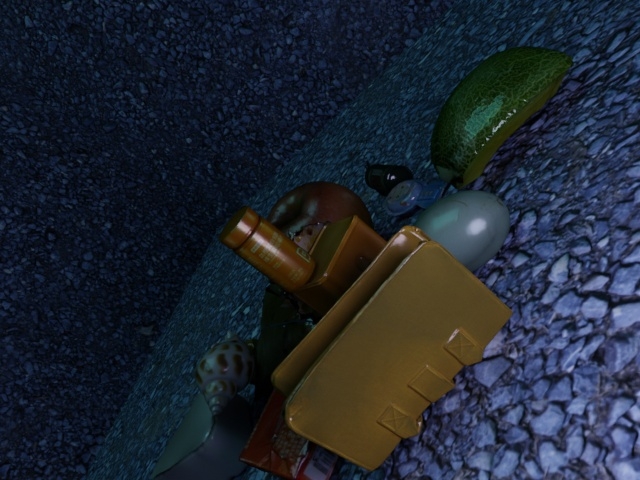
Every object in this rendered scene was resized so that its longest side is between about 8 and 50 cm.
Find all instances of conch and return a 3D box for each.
[{"bbox_3d":[-0.271,0.370,1.611,0.183,0.149,0.275,-46,2,27],"label":"conch"}]

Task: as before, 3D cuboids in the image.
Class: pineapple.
[{"bbox_3d":[-0.059,0.076,1.446,0.271,0.262,0.262,-2,51,57],"label":"pineapple"}]

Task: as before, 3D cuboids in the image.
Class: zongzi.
[{"bbox_3d":[-0.073,0.316,1.562,0.323,0.160,0.361,14,87,59],"label":"zongzi"}]

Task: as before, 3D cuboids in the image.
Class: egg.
[{"bbox_3d":[0.292,-0.013,1.213,0.231,0.168,0.168,-35,24,33],"label":"egg"}]

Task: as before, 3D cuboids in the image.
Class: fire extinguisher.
[{"bbox_3d":[0.208,-0.208,1.921,0.093,0.118,0.294,-19,13,-13],"label":"fire extinguisher"}]

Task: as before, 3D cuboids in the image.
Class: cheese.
[{"bbox_3d":[0.268,-0.129,1.676,0.244,0.052,0.135,-2,55,57],"label":"cheese"}]

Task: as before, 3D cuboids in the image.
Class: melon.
[{"bbox_3d":[0.423,-0.305,1.443,0.343,0.226,0.331,-43,32,-15],"label":"melon"}]

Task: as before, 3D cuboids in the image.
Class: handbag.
[{"bbox_3d":[0.127,0.199,1.021,0.401,0.283,0.133,-50,23,0],"label":"handbag"}]

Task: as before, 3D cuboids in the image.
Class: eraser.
[{"bbox_3d":[-0.306,0.568,1.605,0.331,0.150,0.331,-47,16,18],"label":"eraser"}]

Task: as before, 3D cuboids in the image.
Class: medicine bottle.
[{"bbox_3d":[-0.108,0.020,1.195,0.096,0.192,0.096,-43,21,20],"label":"medicine bottle"}]

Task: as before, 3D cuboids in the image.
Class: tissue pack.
[{"bbox_3d":[0.106,0.101,1.279,0.145,0.274,0.194,-23,34,54],"label":"tissue pack"}]

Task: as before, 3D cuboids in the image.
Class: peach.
[{"bbox_3d":[-0.212,0.372,1.786,0.118,0.151,0.151,-12,41,44],"label":"peach"}]

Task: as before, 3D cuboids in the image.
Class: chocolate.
[{"bbox_3d":[-0.041,0.415,1.273,0.234,0.108,0.237,-13,44,51],"label":"chocolate"}]

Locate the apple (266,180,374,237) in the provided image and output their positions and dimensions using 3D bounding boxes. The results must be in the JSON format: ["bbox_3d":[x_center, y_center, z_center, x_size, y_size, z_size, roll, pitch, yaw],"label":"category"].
[{"bbox_3d":[0.000,0.000,1.715,0.338,0.305,0.339,-31,34,24],"label":"apple"}]
